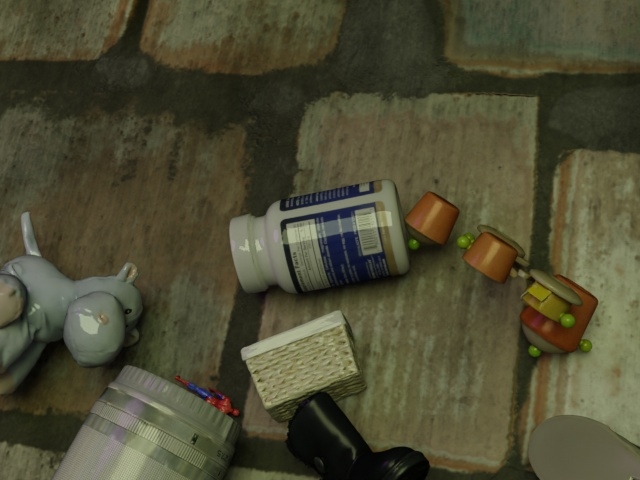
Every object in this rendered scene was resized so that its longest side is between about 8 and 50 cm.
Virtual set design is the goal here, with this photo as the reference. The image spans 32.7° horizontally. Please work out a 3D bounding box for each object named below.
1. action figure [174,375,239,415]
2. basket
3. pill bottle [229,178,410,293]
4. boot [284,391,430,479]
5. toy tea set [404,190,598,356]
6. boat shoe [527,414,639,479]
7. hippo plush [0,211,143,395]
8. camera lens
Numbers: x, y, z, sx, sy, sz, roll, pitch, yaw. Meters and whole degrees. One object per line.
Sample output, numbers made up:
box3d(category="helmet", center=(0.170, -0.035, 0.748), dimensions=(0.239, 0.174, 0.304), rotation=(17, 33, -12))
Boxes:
box3d(category="action figure", center=(-0.178, 0.248, 1.708), dimensions=(0.115, 0.030, 0.038), rotation=(23, 78, 15))
box3d(category="basket", center=(-0.020, 0.194, 1.652), dimensions=(0.167, 0.113, 0.103), rotation=(-22, 66, 1))
box3d(category="pill bottle", center=(0.000, 0.000, 1.712), dimensions=(0.264, 0.153, 0.153), rotation=(-10, 65, 7))
box3d(category="boot", center=(0.040, 0.296, 1.528), dimensions=(0.094, 0.246, 0.207), rotation=(-28, 64, -26))
box3d(category="toy tea set", center=(0.258, 0.061, 1.626), dimensions=(0.336, 0.200, 0.124), rotation=(39, 102, 37))
box3d(category="boat shoe", center=(0.444, 0.358, 1.488), dimensions=(0.127, 0.158, 0.340), rotation=(-54, 39, -9))
box3d(category="hippo plush", center=(-0.409, 0.136, 1.742), dimensions=(0.236, 0.234, 0.294), rotation=(11, 25, -2))
box3d(category="camera lens", center=(-0.264, 0.347, 1.575), dimensions=(0.219, 0.219, 0.274), rotation=(22, 72, 20))
